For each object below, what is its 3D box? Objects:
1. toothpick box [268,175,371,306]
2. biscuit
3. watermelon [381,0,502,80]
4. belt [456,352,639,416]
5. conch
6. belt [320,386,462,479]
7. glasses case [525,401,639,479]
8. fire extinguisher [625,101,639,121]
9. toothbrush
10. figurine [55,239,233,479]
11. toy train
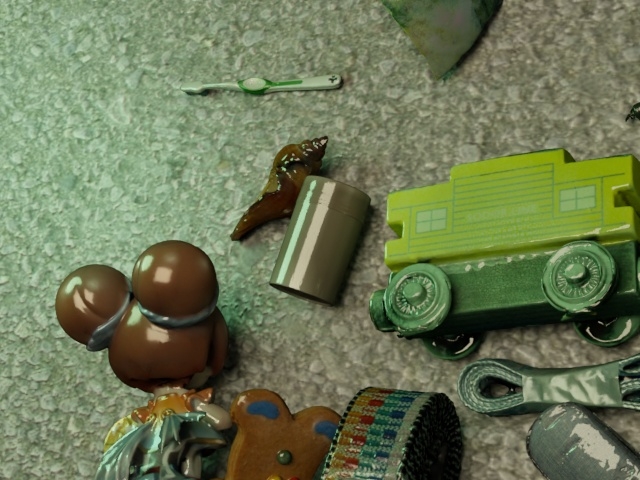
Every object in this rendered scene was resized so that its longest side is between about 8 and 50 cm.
[{"bbox_3d":[0.000,0.000,2.102,0.111,0.111,0.180,14,80,30],"label":"toothpick box"},{"bbox_3d":[-0.079,0.372,1.955,0.324,0.205,0.049,-65,25,15],"label":"biscuit"},{"bbox_3d":[0.177,-0.409,2.148,0.256,0.176,0.260,-14,57,-21],"label":"watermelon"},{"bbox_3d":[0.338,0.196,1.878,0.302,0.072,0.087,-5,76,25],"label":"belt"},{"bbox_3d":[-0.058,-0.077,2.182,0.080,0.086,0.232,29,102,-7],"label":"conch"},{"bbox_3d":[0.099,0.329,1.875,0.150,0.207,0.257,1,56,28],"label":"belt"},{"bbox_3d":[0.389,0.328,1.789,0.282,0.067,0.109,44,109,19],"label":"glasses case"},{"bbox_3d":[0.478,-0.196,1.979,0.083,0.025,0.038,-24,25,17],"label":"fire extinguisher"},{"bbox_3d":[-0.102,-0.260,2.296,0.304,0.030,0.030,0,72,27],"label":"toothbrush"},{"bbox_3d":[-0.249,0.219,2.076,0.277,0.248,0.388,-15,64,26],"label":"figurine"},{"bbox_3d":[0.275,0.016,1.926,0.442,0.179,0.272,-8,62,26],"label":"toy train"}]
